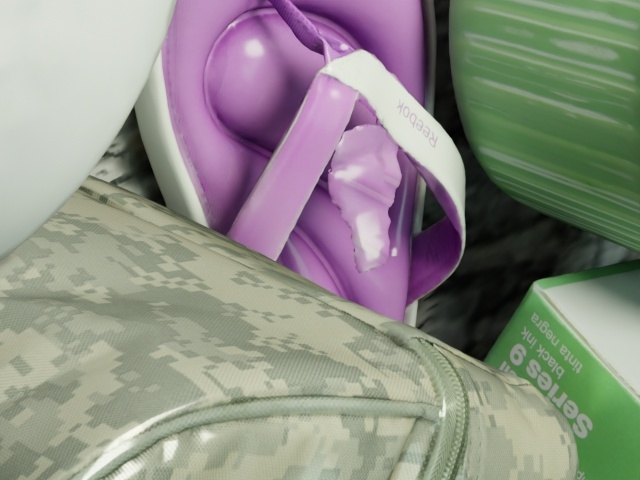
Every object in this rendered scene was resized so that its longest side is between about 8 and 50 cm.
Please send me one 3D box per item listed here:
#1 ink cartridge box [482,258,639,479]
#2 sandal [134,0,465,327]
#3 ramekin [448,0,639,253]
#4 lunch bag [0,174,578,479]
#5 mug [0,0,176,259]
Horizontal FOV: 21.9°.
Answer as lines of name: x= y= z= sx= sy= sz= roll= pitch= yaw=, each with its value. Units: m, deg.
ink cartridge box: x=0.145 y=0.153 z=0.917 sx=0.211 sy=0.121 sz=0.289 roll=-9 pitch=137 yaw=-46
sandal: x=0.012 y=-0.006 z=0.806 sx=0.169 sy=0.102 sz=0.416 roll=-25 pitch=126 yaw=-31
ramekin: x=0.196 y=-0.130 z=0.839 sx=0.303 sy=0.148 sz=0.303 roll=-28 pitch=127 yaw=-45
lunch bag: x=-0.104 y=0.082 z=0.612 sx=0.256 sy=0.305 sz=0.212 roll=26 pitch=90 yaw=-49
mug: x=-0.240 y=-0.098 z=0.431 sx=0.374 sy=0.276 sz=0.328 roll=-35 pitch=136 yaw=24
